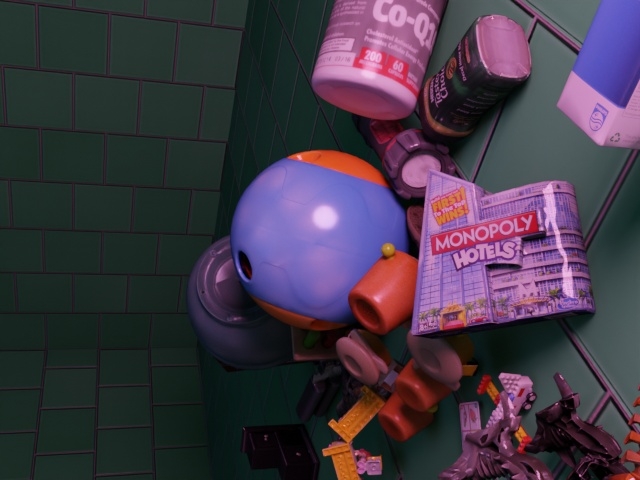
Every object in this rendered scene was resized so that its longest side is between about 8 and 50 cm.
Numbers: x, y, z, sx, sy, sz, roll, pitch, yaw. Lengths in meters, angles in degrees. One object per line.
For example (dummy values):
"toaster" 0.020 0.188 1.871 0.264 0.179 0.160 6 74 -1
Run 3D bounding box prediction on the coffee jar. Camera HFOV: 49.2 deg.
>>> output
"coffee jar" 0.196 -0.206 0.924 0.184 0.079 0.096 130 140 -64

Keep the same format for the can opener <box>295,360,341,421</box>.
"can opener" 0.003 0.293 1.497 0.093 0.074 0.280 60 149 35

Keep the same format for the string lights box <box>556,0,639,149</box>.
"string lights box" 0.295 -0.194 0.511 0.077 0.133 0.259 -110 28 -52

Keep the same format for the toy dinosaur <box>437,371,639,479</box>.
"toy dinosaur" 0.256 0.247 0.649 0.218 0.164 0.322 47 115 47

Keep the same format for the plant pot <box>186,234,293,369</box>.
"plant pot" -0.144 0.103 1.413 0.196 0.293 0.293 77 -171 -72

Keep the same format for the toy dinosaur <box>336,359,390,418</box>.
"toy dinosaur" 0.061 0.285 1.346 0.268 0.064 0.118 120 141 -63

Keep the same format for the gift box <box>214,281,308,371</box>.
"gift box" -0.117 0.151 1.632 0.255 0.276 0.258 100 162 -69

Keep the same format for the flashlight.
"flashlight" 0.123 -0.173 1.139 0.103 0.103 0.304 58 -173 -32

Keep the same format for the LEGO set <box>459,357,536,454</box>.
"LEGO set" 0.207 0.262 0.876 0.182 0.060 0.244 142 130 -64

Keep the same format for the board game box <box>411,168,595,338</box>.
"board game box" 0.189 0.000 0.790 0.194 0.060 0.194 -16 70 34

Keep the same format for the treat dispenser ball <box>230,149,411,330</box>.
"treat dispenser ball" 0.000 0.000 1.121 0.288 0.288 0.288 -178 90 -73

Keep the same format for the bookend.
"bookend" -0.100 0.515 1.669 0.156 0.157 0.072 -126 41 -64

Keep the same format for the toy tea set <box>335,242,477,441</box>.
"toy tea set" 0.131 0.152 1.006 0.200 0.124 0.336 42 149 21

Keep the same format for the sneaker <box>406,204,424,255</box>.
"sneaker" 0.163 0.023 1.027 0.188 0.066 0.071 -108 25 -49

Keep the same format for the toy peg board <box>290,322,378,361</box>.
"toy peg board" 0.029 0.129 1.274 0.079 0.161 0.161 115 152 -65

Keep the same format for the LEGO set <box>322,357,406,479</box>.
"LEGO set" 0.079 0.332 1.202 0.107 0.132 0.287 -10 -73 -80

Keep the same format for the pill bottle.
"pill bottle" 0.099 -0.339 1.038 0.161 0.161 0.283 176 110 -73
